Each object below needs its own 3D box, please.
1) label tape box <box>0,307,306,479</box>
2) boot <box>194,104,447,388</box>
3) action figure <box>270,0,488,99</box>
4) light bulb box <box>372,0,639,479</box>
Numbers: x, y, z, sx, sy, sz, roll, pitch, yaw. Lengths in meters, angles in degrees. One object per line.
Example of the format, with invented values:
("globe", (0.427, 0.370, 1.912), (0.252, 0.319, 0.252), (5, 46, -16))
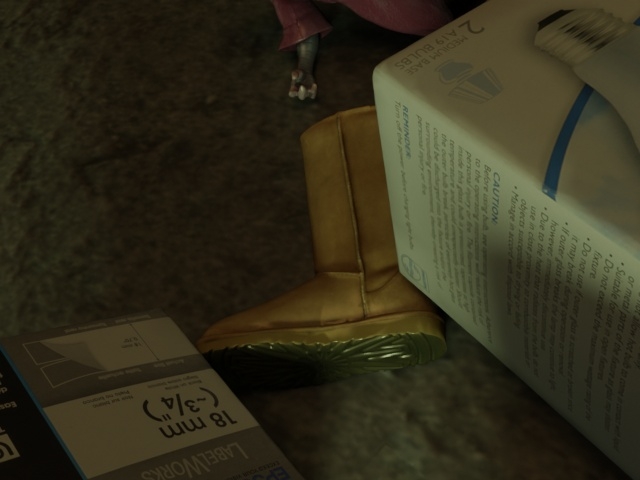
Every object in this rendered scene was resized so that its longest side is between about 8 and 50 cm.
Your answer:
("label tape box", (-0.139, 0.204, 0.635), (0.240, 0.106, 0.333), (-9, 41, -43))
("boot", (0.000, 0.000, 0.844), (0.236, 0.089, 0.270), (-5, 54, 3))
("action figure", (0.004, -0.326, 0.970), (0.370, 0.248, 0.276), (13, 61, 26))
("light bulb box", (0.290, -0.038, 0.625), (0.358, 0.225, 0.361), (-33, 49, -17))
